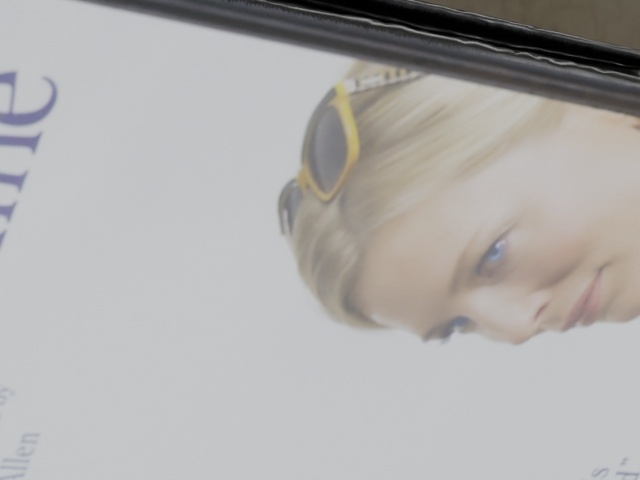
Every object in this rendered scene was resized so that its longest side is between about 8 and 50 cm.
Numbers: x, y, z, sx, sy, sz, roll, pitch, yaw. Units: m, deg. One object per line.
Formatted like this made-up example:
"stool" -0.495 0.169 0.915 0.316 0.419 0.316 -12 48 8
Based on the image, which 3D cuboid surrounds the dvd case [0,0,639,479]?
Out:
"dvd case" -0.008 0.031 0.385 0.253 0.180 0.022 8 31 -30
